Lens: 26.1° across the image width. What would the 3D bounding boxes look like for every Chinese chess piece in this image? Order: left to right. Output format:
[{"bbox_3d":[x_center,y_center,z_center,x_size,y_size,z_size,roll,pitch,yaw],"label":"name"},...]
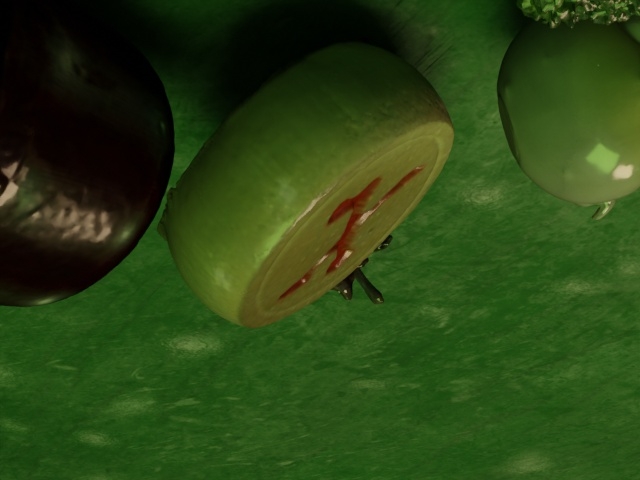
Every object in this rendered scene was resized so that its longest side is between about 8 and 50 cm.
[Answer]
[{"bbox_3d":[-0.012,-0.058,1.477,0.338,0.140,0.338,-40,166,-13],"label":"Chinese chess piece"}]

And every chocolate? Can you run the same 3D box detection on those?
[{"bbox_3d":[-0.311,-0.107,1.380,0.331,0.384,0.383,12,150,-41],"label":"chocolate"}]

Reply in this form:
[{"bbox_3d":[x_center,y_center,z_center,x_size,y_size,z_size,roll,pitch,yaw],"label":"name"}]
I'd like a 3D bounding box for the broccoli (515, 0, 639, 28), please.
[{"bbox_3d":[0.257,-0.302,1.122,0.288,0.260,0.235,-42,132,-12],"label":"broccoli"}]

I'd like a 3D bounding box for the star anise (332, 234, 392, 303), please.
[{"bbox_3d":[0.000,0.000,1.778,0.209,0.089,0.231,4,146,19],"label":"star anise"}]

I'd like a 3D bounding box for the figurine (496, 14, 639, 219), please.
[{"bbox_3d":[0.372,-0.172,1.418,0.394,0.227,0.274,-17,-173,-2],"label":"figurine"}]
